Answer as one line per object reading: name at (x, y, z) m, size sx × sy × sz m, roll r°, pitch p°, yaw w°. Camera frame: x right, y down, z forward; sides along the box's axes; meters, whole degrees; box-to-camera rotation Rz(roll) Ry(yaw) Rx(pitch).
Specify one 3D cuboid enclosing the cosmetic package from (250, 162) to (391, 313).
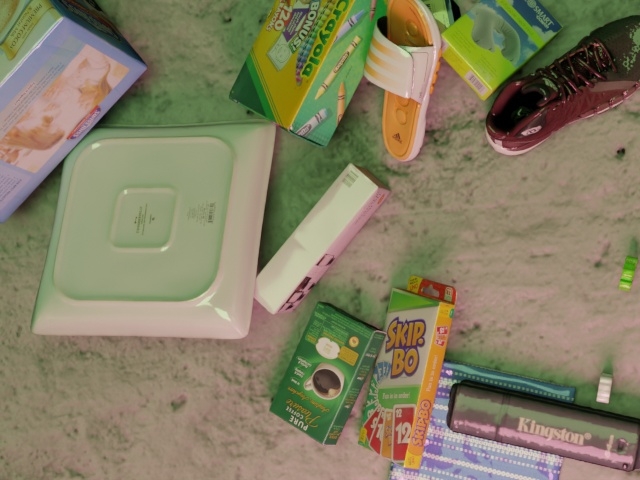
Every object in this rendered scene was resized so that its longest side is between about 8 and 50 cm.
cosmetic package at (0.000, 0.000, 1.960) m, size 0.060 × 0.099 × 0.239 m, roll 41°, pitch 99°, yaw 10°

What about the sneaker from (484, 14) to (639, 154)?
sneaker at (0.343, -0.213, 1.840) m, size 0.281 × 0.162 × 0.106 m, roll -37°, pitch 80°, yaw 11°

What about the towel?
towel at (0.213, 0.348, 1.924) m, size 0.243 × 0.040 × 0.336 m, roll 12°, pitch 91°, yaw 14°

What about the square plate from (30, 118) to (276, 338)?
square plate at (-0.251, -0.027, 1.989) m, size 0.344 × 0.049 × 0.347 m, roll 0°, pitch 68°, yaw 17°

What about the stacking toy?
stacking toy at (0.481, 0.139, 1.856) m, size 0.167 × 0.052 × 0.221 m, roll 11°, pitch 89°, yaw 13°

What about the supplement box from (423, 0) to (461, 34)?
supplement box at (0.157, -0.307, 1.933) m, size 0.083 × 0.083 × 0.056 m, roll -12°, pitch 84°, yaw 15°

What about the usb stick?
usb stick at (0.312, 0.256, 1.872) m, size 0.278 × 0.045 × 0.077 m, roll 12°, pitch 89°, yaw 11°

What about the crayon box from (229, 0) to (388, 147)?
crayon box at (-0.002, -0.291, 1.938) m, size 0.165 × 0.081 × 0.278 m, roll 33°, pitch 98°, yaw 47°

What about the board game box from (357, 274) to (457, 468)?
board game box at (0.124, 0.182, 1.918) m, size 0.124 × 0.039 × 0.259 m, roll 15°, pitch 91°, yaw 59°

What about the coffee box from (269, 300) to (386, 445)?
coffee box at (0.009, 0.193, 1.967) m, size 0.113 × 0.040 × 0.184 m, roll 25°, pitch 94°, yaw 32°

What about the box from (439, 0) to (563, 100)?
box at (0.253, -0.289, 1.877) m, size 0.178 × 0.042 × 0.109 m, roll -42°, pitch 88°, yaw -23°

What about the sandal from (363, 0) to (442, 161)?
sandal at (0.105, -0.216, 1.878) m, size 0.102 × 0.076 × 0.265 m, roll 35°, pitch 136°, yaw 38°

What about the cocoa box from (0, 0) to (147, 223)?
cocoa box at (-0.482, -0.238, 2.004) m, size 0.347 × 0.231 × 0.228 m, roll -45°, pitch 63°, yaw 9°
